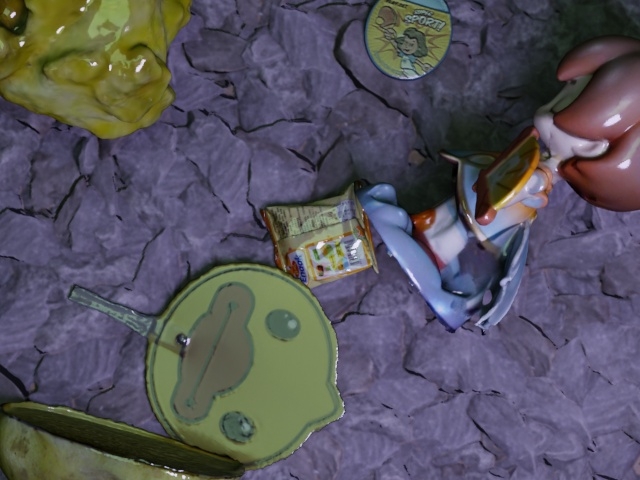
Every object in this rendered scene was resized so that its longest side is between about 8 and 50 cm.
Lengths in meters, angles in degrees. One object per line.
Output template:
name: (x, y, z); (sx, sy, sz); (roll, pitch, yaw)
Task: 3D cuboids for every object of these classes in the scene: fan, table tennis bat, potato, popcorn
fan: (-0.125, 0.121, 1.578); (0.335, 0.011, 0.229); (24, 89, 4)
table tennis bat: (0.107, -0.258, 1.629); (0.100, 0.019, 0.155); (18, 86, 2)
potato: (-0.225, 0.256, 1.500); (0.271, 0.160, 0.111); (17, 93, 2)
popcorn: (-0.260, -0.254, 1.533); (0.242, 0.235, 0.250); (31, 67, -38)

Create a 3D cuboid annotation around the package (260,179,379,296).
package: (0.002, -0.001, 1.591); (0.120, 0.031, 0.108); (-16, 83, 4)

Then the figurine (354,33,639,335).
figurine: (0.261, -0.057, 1.486); (0.388, 0.276, 0.248); (-35, 97, 4)
